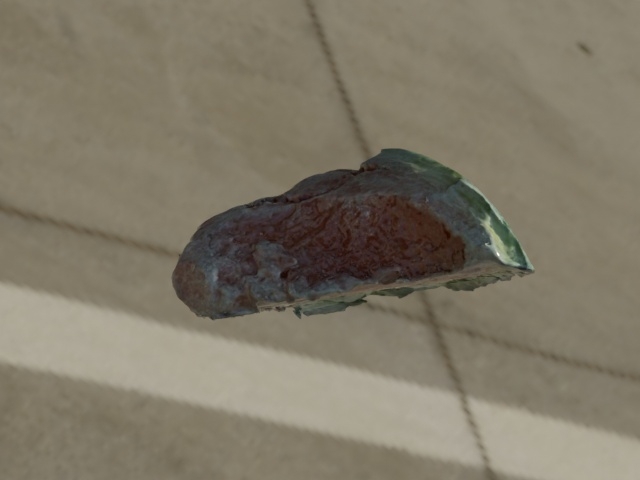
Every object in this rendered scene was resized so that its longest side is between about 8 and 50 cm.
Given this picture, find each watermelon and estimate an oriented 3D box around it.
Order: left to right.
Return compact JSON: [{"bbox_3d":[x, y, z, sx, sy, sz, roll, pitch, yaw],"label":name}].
[{"bbox_3d":[0.000,0.000,0.787,0.139,0.187,0.071,-10,88,-35],"label":"watermelon"}]
